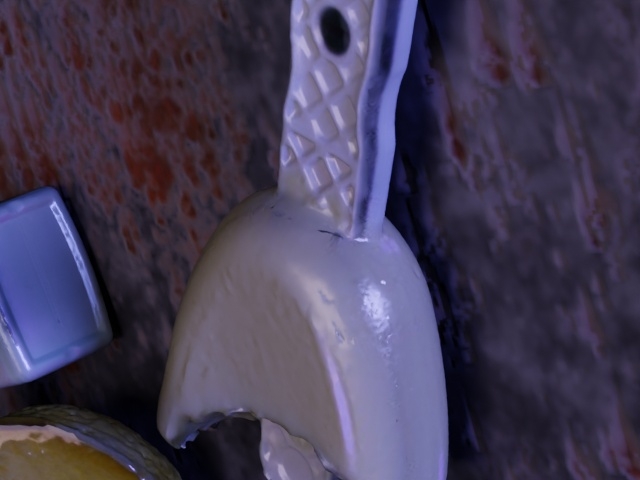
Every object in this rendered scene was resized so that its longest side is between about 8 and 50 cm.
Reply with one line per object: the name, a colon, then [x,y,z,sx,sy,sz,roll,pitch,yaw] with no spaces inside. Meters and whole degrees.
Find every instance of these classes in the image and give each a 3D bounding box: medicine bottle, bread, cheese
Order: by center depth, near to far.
cheese: [-0.001,0.000,0.684,0.127,0.050,0.235,33,130,37]
bread: [-0.129,0.103,0.855,0.188,0.065,0.149,35,134,-5]
medicine bottle: [-0.148,0.026,0.860,0.118,0.055,0.074,-14,100,51]
